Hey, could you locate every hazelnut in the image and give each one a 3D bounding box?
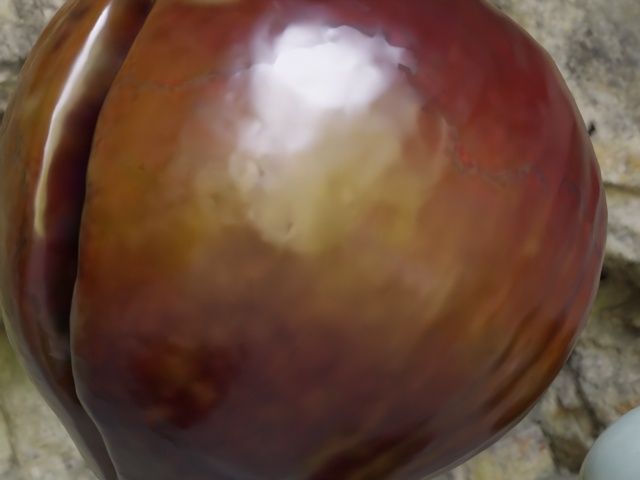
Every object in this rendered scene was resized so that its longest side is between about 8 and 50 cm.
[{"bbox_3d":[0.000,0.000,0.741,0.402,0.402,0.429,-25,-31,1],"label":"hazelnut"}]

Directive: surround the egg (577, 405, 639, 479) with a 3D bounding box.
[{"bbox_3d":[0.317,0.213,0.886,0.182,0.183,0.264,-18,-4,-27],"label":"egg"}]
